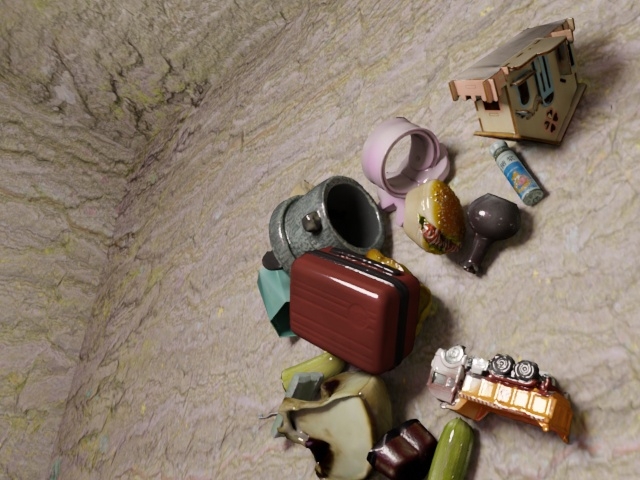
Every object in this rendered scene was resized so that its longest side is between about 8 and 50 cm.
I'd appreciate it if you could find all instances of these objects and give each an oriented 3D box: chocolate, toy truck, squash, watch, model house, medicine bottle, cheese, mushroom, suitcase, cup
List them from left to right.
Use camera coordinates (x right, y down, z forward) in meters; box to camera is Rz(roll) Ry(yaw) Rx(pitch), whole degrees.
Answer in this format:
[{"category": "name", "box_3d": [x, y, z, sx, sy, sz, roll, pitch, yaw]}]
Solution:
[{"category": "cup", "box_3d": [-0.116, 0.176, 1.656, 0.148, 0.134, 0.235, -51, 34, 8]}, {"category": "cheese", "box_3d": [-0.075, -0.079, 1.815, 0.163, 0.071, 0.248, 32, 94, 53]}, {"category": "squash", "box_3d": [0.001, 0.337, 1.446, 0.224, 0.094, 0.094, -37, 43, 21]}, {"category": "mushroom", "box_3d": [0.064, 0.441, 1.280, 0.292, 0.212, 0.217, -24, 92, 28]}, {"category": "suitcase", "box_3d": [0.073, 0.153, 1.257, 0.297, 0.161, 0.236, 20, 118, 38]}, {"category": "watch", "box_3d": [0.203, -0.195, 1.438, 0.248, 0.218, 0.211, -54, 37, 8]}, {"category": "chocolate", "box_3d": [0.179, 0.459, 1.123, 0.080, 0.149, 0.124, 25, 127, 53]}, {"category": "squash", "box_3d": [0.250, 0.470, 1.076, 0.069, 0.069, 0.238, 6, 72, 51]}, {"category": "toy truck", "box_3d": [0.341, 0.294, 1.051, 0.271, 0.114, 0.135, 4, 66, 48]}, {"category": "medicine bottle", "box_3d": [0.454, -0.161, 1.260, 0.051, 0.051, 0.191, -41, 40, 25]}, {"category": "model house", "box_3d": [0.463, -0.315, 1.205, 0.326, 0.244, 0.169, -37, 32, -25]}]

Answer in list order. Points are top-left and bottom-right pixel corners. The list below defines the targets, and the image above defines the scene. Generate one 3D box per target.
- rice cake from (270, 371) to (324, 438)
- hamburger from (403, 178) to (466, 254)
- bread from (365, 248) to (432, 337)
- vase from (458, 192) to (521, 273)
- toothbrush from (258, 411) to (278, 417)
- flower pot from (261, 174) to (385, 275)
[{"category": "rice cake", "box_3d": [-0.063, 0.430, 1.414, 0.042, 0.080, 0.221, 50, 126, 46]}, {"category": "hamburger", "box_3d": [0.276, -0.051, 1.268, 0.116, 0.210, 0.172, 1, 80, 36]}, {"category": "bread", "box_3d": [0.183, 0.130, 1.334, 0.233, 0.088, 0.160, 42, 117, 36]}, {"category": "vase", "box_3d": [0.372, -0.011, 1.218, 0.120, 0.120, 0.182, 38, 111, 53]}, {"category": "toothbrush", "box_3d": [-0.137, 0.502, 1.558, 0.131, 0.011, 0.013, -23, 72, 39]}, {"category": "flower pot", "box_3d": [0.000, 0.000, 1.494, 0.283, 0.299, 0.298, -28, 48, 41]}]
